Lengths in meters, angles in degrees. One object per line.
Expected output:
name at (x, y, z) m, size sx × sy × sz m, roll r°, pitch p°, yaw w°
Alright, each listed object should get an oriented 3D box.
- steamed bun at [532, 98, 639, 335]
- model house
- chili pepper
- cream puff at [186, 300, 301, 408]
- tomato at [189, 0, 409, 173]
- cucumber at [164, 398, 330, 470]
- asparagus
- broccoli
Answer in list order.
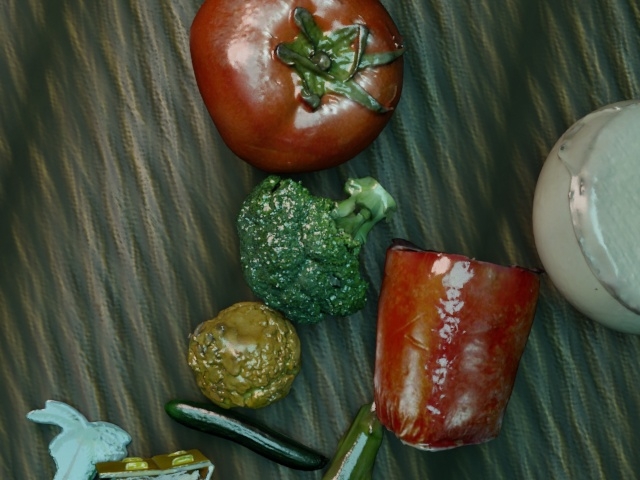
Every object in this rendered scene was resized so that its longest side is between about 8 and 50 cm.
steamed bun at (0.499, -0.030, 1.869) m, size 0.375 × 0.241 × 0.374 m, roll 4°, pitch 78°, yaw -17°
model house at (-0.330, 0.391, 1.797) m, size 0.324 × 0.300 × 0.340 m, roll -39°, pitch 93°, yaw -15°
chili pepper at (0.207, 0.163, 1.886) m, size 0.251 × 0.229 × 0.305 m, roll 4°, pitch 99°, yaw -39°
cream puff at (-0.123, 0.184, 1.895) m, size 0.189 × 0.129 × 0.189 m, roll 1°, pitch 83°, yaw -4°
tomato at (-0.041, -0.280, 1.870) m, size 0.342 × 0.273 × 0.341 m, roll -2°, pitch 96°, yaw -20°
cucumber at (-0.119, 0.315, 1.921) m, size 0.284 × 0.056 × 0.056 m, roll 21°, pitch 85°, yaw -1°
asparagus at (0.024, 0.415, 1.902) m, size 0.082 × 0.085 × 0.343 m, roll 15°, pitch 73°, yaw 41°
broccoli at (0.000, 0.000, 1.853) m, size 0.270 × 0.270 × 0.270 m, roll -34°, pitch 87°, yaw -15°
